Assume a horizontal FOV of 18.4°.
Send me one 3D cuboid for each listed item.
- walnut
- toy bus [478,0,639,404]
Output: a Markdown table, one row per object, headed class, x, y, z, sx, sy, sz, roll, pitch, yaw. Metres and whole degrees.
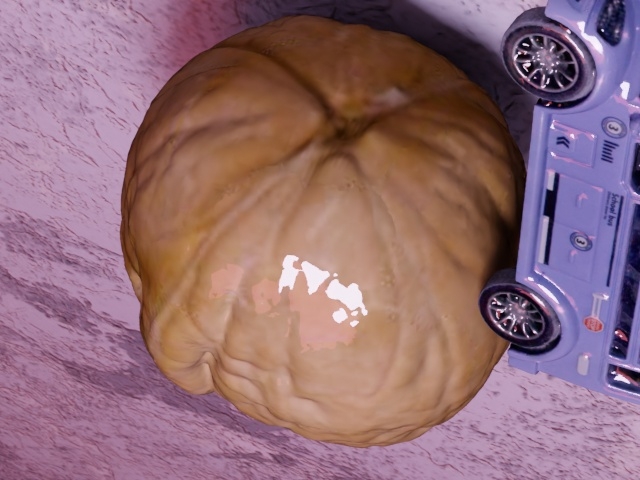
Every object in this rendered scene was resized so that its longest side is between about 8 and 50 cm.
| class | x | y | z | sx | sy | sz | roll | pitch | yaw |
| --- | --- | --- | --- | --- | --- | --- | --- | --- | --- |
| walnut | 0.002 | -0.001 | 1.282 | 0.277 | 0.252 | 0.313 | 22 | 154 | 9 |
| toy bus | 0.177 | -0.045 | 1.099 | 0.133 | 0.125 | 0.292 | 21 | 139 | 19 |
